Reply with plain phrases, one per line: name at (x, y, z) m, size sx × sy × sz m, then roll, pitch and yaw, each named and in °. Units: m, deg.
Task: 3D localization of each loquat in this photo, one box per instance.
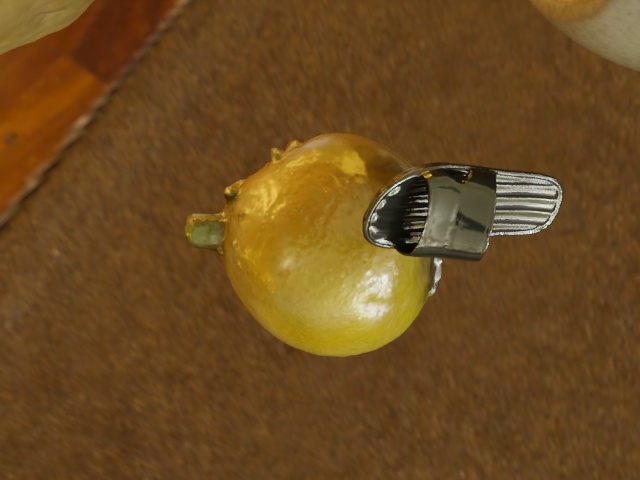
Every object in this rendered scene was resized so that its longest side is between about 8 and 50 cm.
loquat at (0.000, 0.000, 1.465) m, size 0.204 × 0.149 × 0.172 m, roll 10°, pitch 57°, yaw -7°

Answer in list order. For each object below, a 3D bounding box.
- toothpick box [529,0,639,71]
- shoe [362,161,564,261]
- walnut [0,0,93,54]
toothpick box at (0.369, -0.319, 1.449) m, size 0.425 × 0.409 × 0.409 m, roll -7°, pitch 67°, yaw -19°
shoe at (0.106, -0.015, 1.294) m, size 0.159 × 0.062 × 0.053 m, roll -4°, pitch 34°, yaw -34°
walnut at (-0.212, -0.231, 0.956) m, size 0.306 × 0.344 × 0.306 m, roll -2°, pitch 100°, yaw -14°
